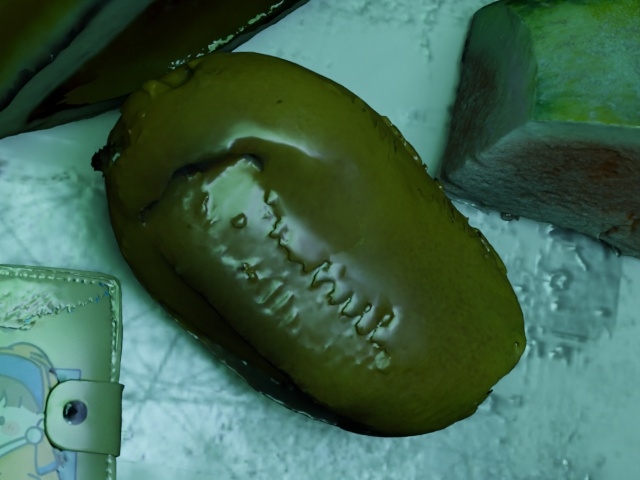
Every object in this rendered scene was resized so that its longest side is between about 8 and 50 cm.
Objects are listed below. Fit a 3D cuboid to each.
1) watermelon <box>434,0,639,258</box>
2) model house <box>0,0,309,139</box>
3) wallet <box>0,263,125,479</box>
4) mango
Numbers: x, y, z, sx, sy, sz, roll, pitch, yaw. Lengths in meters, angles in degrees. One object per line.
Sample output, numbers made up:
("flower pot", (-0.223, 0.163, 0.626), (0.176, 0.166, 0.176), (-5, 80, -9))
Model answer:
("watermelon", (0.232, -0.045, 0.952), (0.305, 0.224, 0.180), (22, 120, -16))
("model house", (-0.119, -0.201, 0.864), (0.268, 0.173, 0.239), (-22, 74, -50))
("wallet", (-0.157, 0.090, 0.852), (0.110, 0.039, 0.155), (4, 82, -16))
("mango", (0.000, 0.000, 0.861), (0.249, 0.156, 0.151), (37, 37, -10))
